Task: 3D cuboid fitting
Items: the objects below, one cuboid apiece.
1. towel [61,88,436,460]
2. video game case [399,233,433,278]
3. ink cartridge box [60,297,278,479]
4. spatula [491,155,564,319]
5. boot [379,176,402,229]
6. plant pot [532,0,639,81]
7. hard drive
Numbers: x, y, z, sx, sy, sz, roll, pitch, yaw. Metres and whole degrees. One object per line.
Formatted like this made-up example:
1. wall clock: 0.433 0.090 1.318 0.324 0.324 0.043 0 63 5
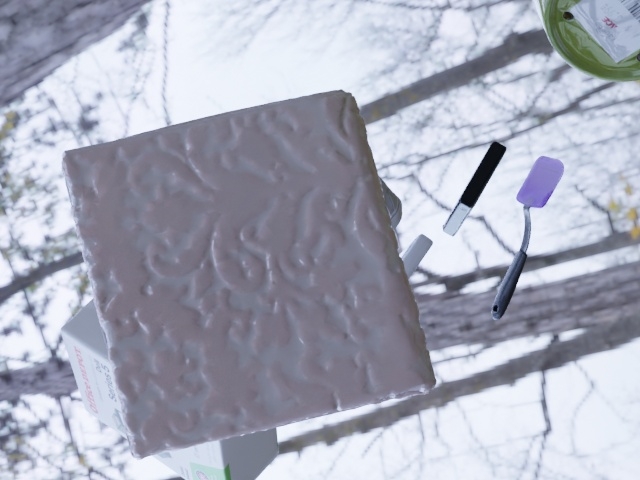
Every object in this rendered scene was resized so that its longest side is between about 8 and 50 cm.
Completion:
1. towel: -0.074 0.030 1.198 0.053 0.317 0.332 107 149 -74
2. video game case: 0.064 0.088 1.474 0.023 0.183 0.201 36 -99 2
3. ink cartridge box: -0.198 0.201 1.573 0.115 0.273 0.198 -46 -29 -32
4. spatula: 0.350 -0.003 2.039 0.030 0.084 0.296 13 -84 -31
5. boot: 0.000 0.000 1.703 0.258 0.095 0.123 -49 -51 -10
6. plant pot: 0.310 -0.293 1.167 0.275 0.275 0.293 54 -143 -24
7. hard drive: 0.196 -0.064 1.519 0.022 0.135 0.094 30 -105 4
